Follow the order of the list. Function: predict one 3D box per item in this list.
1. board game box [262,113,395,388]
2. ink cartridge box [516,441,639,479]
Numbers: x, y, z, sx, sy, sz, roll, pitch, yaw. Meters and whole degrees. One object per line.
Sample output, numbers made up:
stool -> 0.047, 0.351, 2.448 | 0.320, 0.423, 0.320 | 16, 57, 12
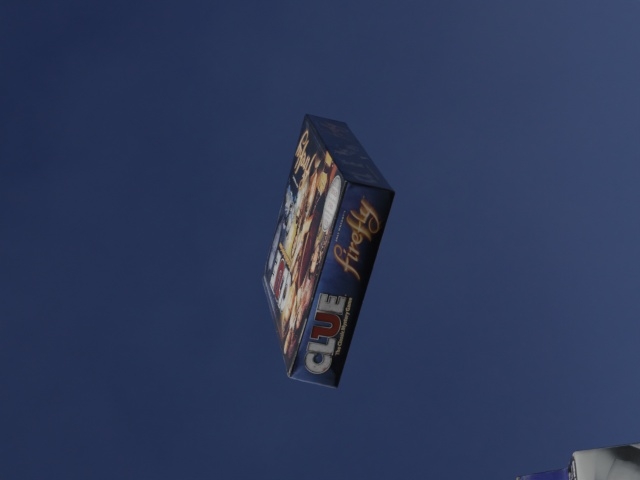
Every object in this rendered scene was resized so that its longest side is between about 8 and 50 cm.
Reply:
board game box -> 0.000, 0.000, 1.159 | 0.243, 0.042, 0.165 | -115, 39, -72
ink cartridge box -> 0.271, 0.276, 1.140 | 0.045, 0.224, 0.223 | 48, -145, -54
